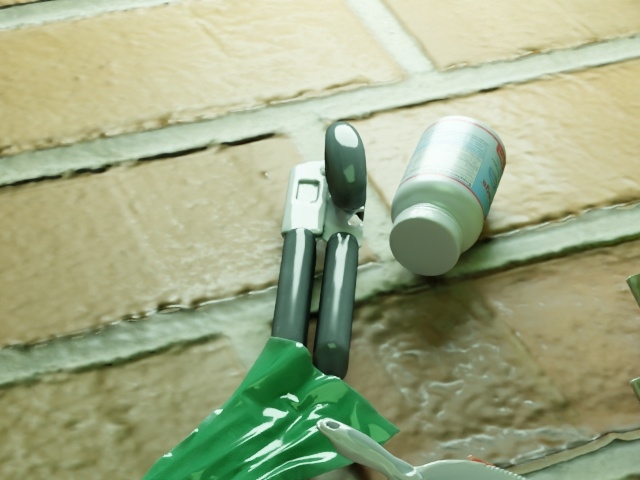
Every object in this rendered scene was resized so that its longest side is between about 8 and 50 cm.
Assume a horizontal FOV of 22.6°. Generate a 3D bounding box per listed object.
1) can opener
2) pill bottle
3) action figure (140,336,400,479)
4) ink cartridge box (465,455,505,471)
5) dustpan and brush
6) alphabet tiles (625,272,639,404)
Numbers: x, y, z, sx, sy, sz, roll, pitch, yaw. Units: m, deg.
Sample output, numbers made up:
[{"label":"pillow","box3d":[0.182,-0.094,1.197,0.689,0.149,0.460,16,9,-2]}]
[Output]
[{"label":"can opener","box3d":[0.000,0.000,1.420,0.076,0.095,0.283,5,39,2]},{"label":"pill bottle","box3d":[0.116,-0.041,1.487,0.087,0.087,0.160,13,41,11]},{"label":"action figure","box3d":[-0.064,0.176,1.225,0.137,0.063,0.232,31,46,27]},{"label":"ink cartridge box","box3d":[0.138,0.233,1.190,0.145,0.045,0.179,22,45,20]},{"label":"dustpan and brush","box3d":[0.085,0.193,1.155,0.211,0.060,0.147,23,36,20]},{"label":"alphabet tiles","box3d":[0.345,0.118,1.286,0.198,0.009,0.237,-18,73,-23]}]
